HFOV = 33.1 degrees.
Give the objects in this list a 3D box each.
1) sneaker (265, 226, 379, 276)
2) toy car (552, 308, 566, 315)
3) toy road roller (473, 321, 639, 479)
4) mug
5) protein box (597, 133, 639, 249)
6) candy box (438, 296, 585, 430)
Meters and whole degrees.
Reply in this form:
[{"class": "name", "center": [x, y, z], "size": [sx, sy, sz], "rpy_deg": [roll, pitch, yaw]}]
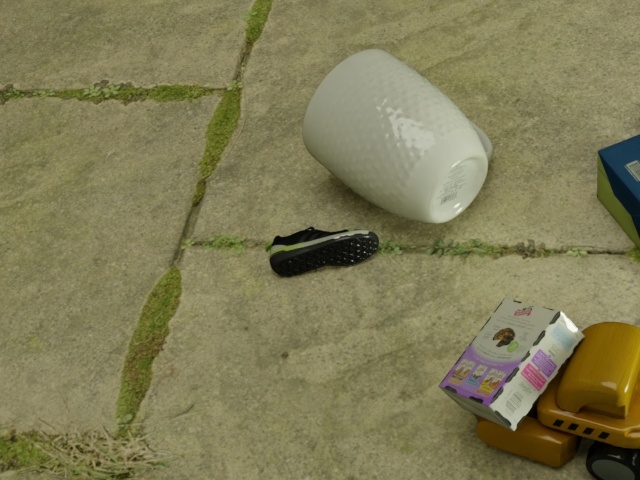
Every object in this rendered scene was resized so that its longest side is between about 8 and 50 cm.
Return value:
[{"class": "sneaker", "center": [0.000, 0.000, 2.195], "size": [0.234, 0.084, 0.097], "rpy_deg": [-11, 46, 4]}, {"class": "toy car", "center": [0.471, 0.162, 1.963], "size": [0.040, 0.060, 0.122], "rpy_deg": [3, 48, -28]}, {"class": "toy road roller", "center": [0.420, 0.237, 1.778], "size": [0.329, 0.241, 0.203], "rpy_deg": [13, 53, 23]}, {"class": "mug", "center": [0.204, -0.203, 2.234], "size": [0.374, 0.276, 0.328], "rpy_deg": [-14, 45, -43]}, {"class": "protein box", "center": [0.677, -0.105, 2.095], "size": [0.201, 0.136, 0.200], "rpy_deg": [-21, 47, -6]}, {"class": "candy box", "center": [0.309, 0.197, 1.757], "size": [0.196, 0.070, 0.165], "rpy_deg": [-51, 20, -11]}]
